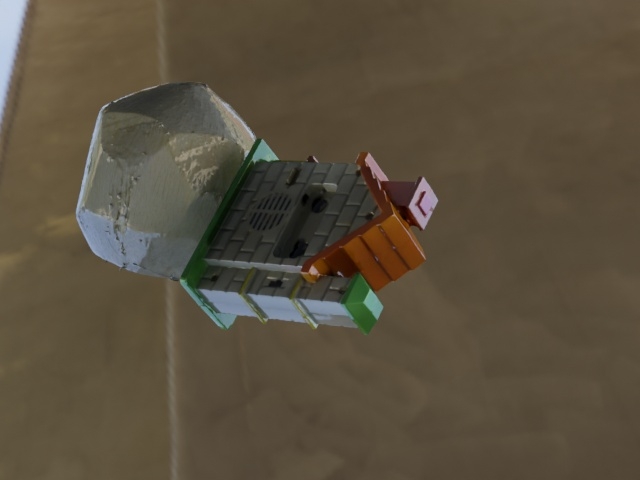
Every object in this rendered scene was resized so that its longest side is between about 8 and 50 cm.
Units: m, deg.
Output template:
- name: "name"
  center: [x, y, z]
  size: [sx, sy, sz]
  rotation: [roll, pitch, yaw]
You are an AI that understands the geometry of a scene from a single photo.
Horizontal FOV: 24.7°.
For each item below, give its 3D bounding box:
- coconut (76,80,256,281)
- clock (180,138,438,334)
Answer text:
- name: "coconut"
  center: [-0.189, -0.084, 1.885]
  size: [0.245, 0.247, 0.245]
  rotation: [13, -172, -2]
- name: "clock"
  center: [0.000, 0.000, 1.703]
  size: [0.255, 0.106, 0.219]
  rotation: [5, -124, 37]
